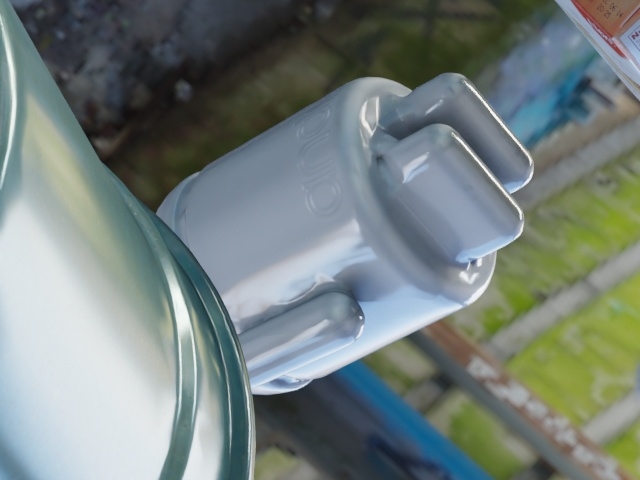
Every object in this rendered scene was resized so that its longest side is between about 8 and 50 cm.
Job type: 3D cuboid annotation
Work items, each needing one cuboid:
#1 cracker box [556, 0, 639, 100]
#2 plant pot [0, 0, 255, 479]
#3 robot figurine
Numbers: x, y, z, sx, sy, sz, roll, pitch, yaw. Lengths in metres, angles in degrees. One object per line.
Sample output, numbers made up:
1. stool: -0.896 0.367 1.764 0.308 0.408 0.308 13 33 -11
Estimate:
1. cracker box: 0.199 -0.120 1.098 0.067 0.156 0.232 -42 137 7
2. plant pot: -0.211 0.031 0.722 0.341 0.341 0.334 -42 159 -14
3. robot figurine: 0.000 0.000 1.522 0.353 0.200 0.300 -29 -157 30
